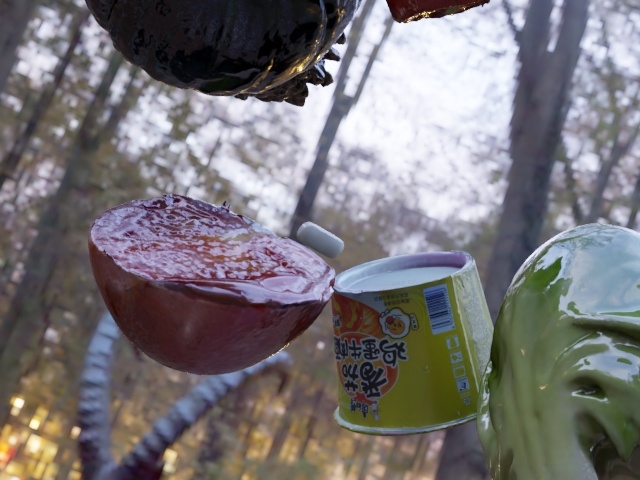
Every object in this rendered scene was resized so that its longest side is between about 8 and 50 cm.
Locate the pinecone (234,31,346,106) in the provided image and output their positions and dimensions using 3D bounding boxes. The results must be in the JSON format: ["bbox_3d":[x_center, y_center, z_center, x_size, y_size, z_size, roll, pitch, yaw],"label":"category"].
[{"bbox_3d":[-0.079,-0.325,2.082,0.244,0.257,0.243,-4,-2,0],"label":"pinecone"}]

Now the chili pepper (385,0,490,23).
[{"bbox_3d":[0.104,-0.417,1.596,0.131,0.338,0.134,-10,1,-4],"label":"chili pepper"}]

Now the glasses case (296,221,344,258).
[{"bbox_3d":[0.000,0.000,2.050,0.083,0.032,0.021,29,11,-39],"label":"glasses case"}]

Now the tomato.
[{"bbox_3d":[-0.146,0.077,1.747,0.309,0.170,0.309,12,23,-5],"label":"tomato"}]

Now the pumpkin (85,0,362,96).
[{"bbox_3d":[-0.120,-0.350,1.712,0.363,0.363,0.266,24,-23,-12],"label":"pumpkin"}]

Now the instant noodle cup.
[{"bbox_3d":[0.126,0.135,1.990,0.264,0.200,0.264,-11,11,2],"label":"instant noodle cup"}]

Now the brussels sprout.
[{"bbox_3d":[0.361,0.165,1.743,0.342,0.361,0.425,-35,-33,24],"label":"brussels sprout"}]
